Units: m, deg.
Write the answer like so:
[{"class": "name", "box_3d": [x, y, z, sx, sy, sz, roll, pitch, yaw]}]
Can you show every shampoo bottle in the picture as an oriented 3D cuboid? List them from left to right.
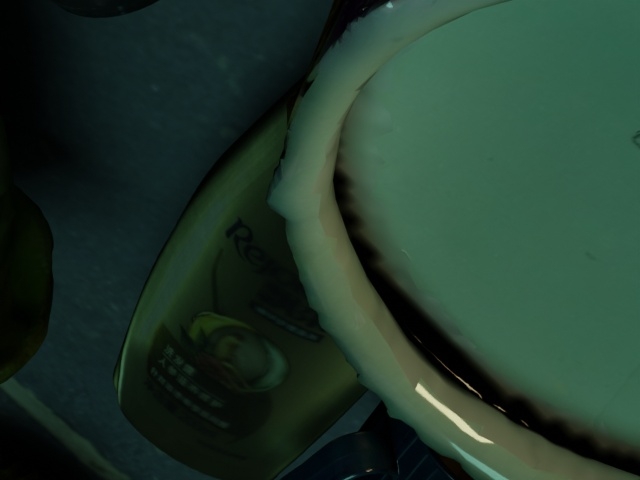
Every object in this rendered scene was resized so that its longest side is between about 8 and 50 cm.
[{"class": "shampoo bottle", "box_3d": [0.000, 0.000, 0.935, 0.125, 0.084, 0.350, 30, 141, -5]}]

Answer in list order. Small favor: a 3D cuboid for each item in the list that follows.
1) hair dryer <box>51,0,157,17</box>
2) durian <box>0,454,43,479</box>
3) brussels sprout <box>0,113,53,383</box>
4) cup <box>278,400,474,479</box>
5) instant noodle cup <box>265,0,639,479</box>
[{"class": "hair dryer", "box_3d": [-0.169, -0.149, 0.825, 0.219, 0.071, 0.124, -6, 132, 6]}, {"class": "durian", "box_3d": [-0.230, 0.228, 1.255, 0.200, 0.177, 0.237, -13, 133, 28]}, {"class": "brussels sprout", "box_3d": [-0.260, -0.033, 0.929, 0.294, 0.227, 0.259, 20, 141, 1]}, {"class": "cup", "box_3d": [0.058, 0.108, 0.995, 0.150, 0.113, 0.138, 20, 144, -9]}, {"class": "instant noodle cup", "box_3d": [0.152, -0.068, 0.621, 0.339, 0.266, 0.340, 15, 141, 13]}]
